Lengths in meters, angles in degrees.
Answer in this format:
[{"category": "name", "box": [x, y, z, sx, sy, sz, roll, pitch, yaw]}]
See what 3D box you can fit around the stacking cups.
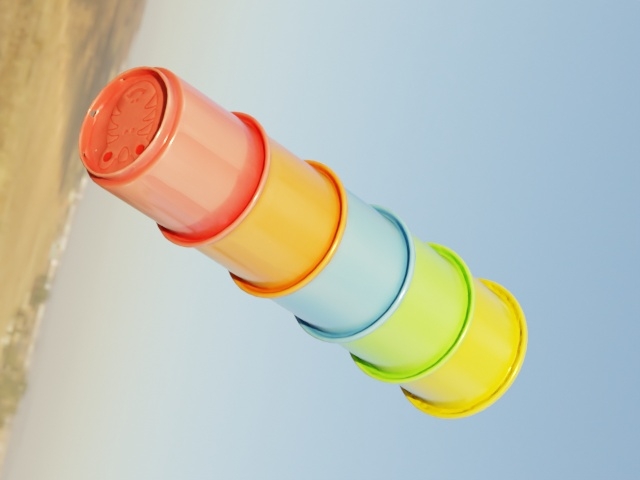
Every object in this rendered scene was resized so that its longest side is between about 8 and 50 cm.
[{"category": "stacking cups", "box": [0.000, 0.000, 0.723, 0.096, 0.316, 0.096, -20, -127, 29]}]
